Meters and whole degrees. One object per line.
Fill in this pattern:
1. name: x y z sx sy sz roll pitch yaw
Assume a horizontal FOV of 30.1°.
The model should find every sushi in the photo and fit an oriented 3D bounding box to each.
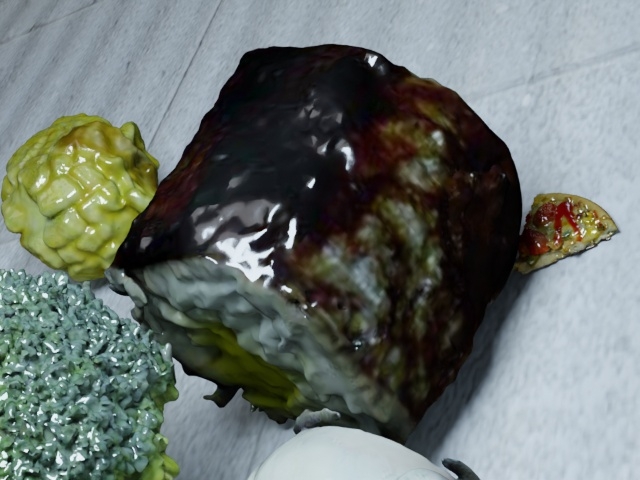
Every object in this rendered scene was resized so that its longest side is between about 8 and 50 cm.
1. sushi: 0.000 0.001 1.048 0.294 0.299 0.281 -56 17 -24

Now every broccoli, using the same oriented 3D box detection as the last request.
1. broccoli: -0.241 0.219 0.947 0.353 0.275 0.397 124 151 -86

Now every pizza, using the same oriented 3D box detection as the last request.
1. pizza: 0.226 -0.015 1.091 0.099 0.029 0.100 -7 45 38

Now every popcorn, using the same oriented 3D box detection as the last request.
1. popcorn: -0.287 -0.062 1.507 0.217 0.181 0.235 -23 41 19

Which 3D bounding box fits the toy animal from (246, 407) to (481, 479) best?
1. toy animal: 0.006 0.284 0.802 0.247 0.183 0.310 -7 45 39
